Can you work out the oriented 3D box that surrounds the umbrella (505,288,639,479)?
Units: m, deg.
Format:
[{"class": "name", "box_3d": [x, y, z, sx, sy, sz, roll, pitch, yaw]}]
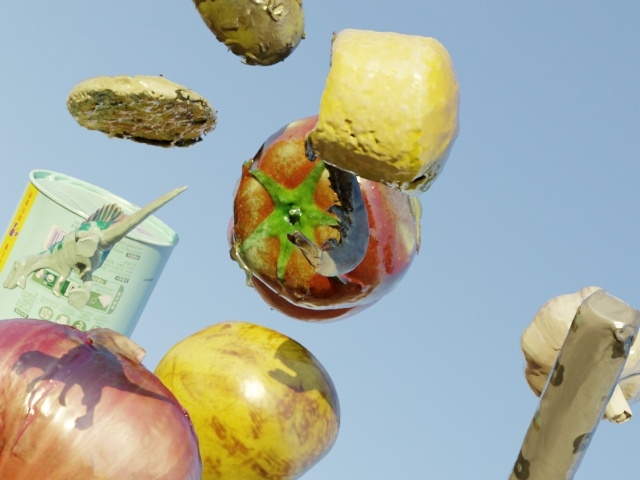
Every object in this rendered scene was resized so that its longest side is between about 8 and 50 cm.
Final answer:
[{"class": "umbrella", "box_3d": [0.265, 0.206, 1.526, 0.073, 0.067, 0.337, 40, -53, 36]}]

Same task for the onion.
[{"class": "onion", "box_3d": [-0.276, 0.242, 1.457, 0.353, 0.353, 0.353, 37, -30, 25]}]

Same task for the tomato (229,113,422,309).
[{"class": "tomato", "box_3d": [0.021, -0.038, 2.113, 0.303, 0.239, 0.303, 1, -88, 34]}]

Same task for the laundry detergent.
[{"class": "laundry detergent", "box_3d": [-0.440, 0.073, 2.435, 0.287, 0.305, 0.287, 26, 9, -4]}]

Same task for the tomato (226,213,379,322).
[{"class": "tomato", "box_3d": [0.000, 0.000, 2.547, 0.290, 0.325, 0.293, -38, -86, 18]}]

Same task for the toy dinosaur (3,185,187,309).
[{"class": "toy dinosaur", "box_3d": [-0.196, -0.003, 1.201, 0.044, 0.187, 0.106, 44, 4, -24]}]

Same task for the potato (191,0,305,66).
[{"class": "potato", "box_3d": [-0.111, -0.360, 1.952, 0.251, 0.149, 0.113, 65, 10, 3]}]

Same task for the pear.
[{"class": "pear", "box_3d": [-0.115, 0.248, 1.991, 0.281, 0.281, 0.281, 37, -30, 25]}]

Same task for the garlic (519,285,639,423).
[{"class": "garlic", "box_3d": [0.404, 0.190, 2.034, 0.212, 0.218, 0.218, -97, 163, -64]}]

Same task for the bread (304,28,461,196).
[{"class": "bread", "box_3d": [0.081, -0.151, 1.623, 0.170, 0.197, 0.197, 12, -36, 6]}]

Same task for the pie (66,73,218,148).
[{"class": "pie", "box_3d": [-0.321, -0.232, 2.509, 0.274, 0.055, 0.274, 5, -19, 2]}]

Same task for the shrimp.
[{"class": "shrimp", "box_3d": [0.001, -0.048, 1.711, 0.035, 0.148, 0.195, -7, -77, 42]}]
